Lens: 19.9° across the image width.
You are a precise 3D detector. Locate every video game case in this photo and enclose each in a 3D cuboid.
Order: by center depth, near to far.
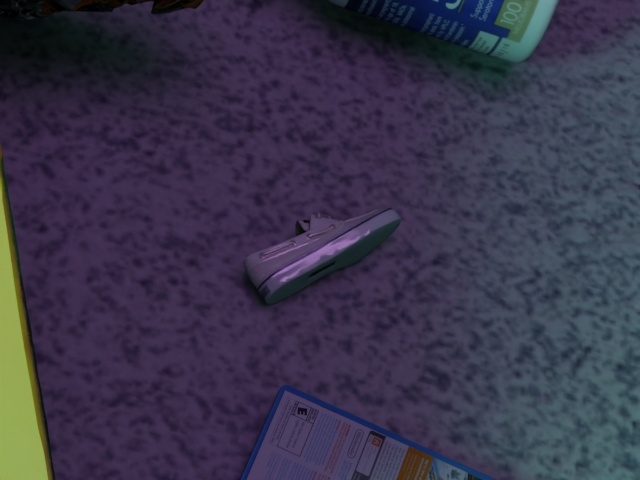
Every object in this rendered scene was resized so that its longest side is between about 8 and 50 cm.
[{"bbox_3d":[0.034,0.158,0.958,0.166,0.015,0.119,24,53,0],"label":"video game case"}]

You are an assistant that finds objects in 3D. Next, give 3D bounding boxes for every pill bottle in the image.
[{"bbox_3d":[0.057,-0.189,1.136,0.187,0.112,0.112,17,54,-5],"label":"pill bottle"}]

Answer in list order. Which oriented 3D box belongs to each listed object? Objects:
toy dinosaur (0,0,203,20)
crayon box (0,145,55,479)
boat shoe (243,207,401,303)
[{"bbox_3d":[-0.219,-0.172,1.003,0.322,0.218,0.164,-16,68,5],"label":"toy dinosaur"},{"bbox_3d":[-0.312,0.016,0.755,0.363,0.106,0.313,-7,71,-15],"label":"crayon box"},{"bbox_3d":[0.000,0.000,1.042,0.100,0.035,0.035,-29,72,-23],"label":"boat shoe"}]
